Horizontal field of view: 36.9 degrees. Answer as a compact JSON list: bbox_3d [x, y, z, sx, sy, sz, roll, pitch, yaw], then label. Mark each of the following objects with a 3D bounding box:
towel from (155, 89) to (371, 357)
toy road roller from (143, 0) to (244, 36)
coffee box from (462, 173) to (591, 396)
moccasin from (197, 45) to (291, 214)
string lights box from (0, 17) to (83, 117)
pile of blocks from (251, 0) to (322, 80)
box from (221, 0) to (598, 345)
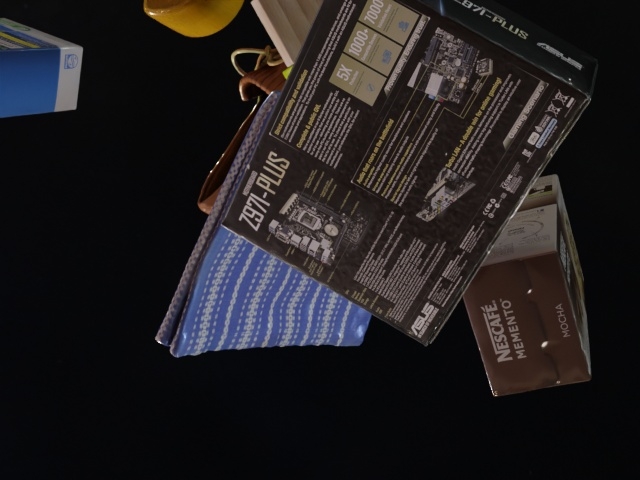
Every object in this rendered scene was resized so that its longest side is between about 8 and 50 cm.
[{"bbox_3d":[0.000,0.000,0.919,0.040,0.336,0.243,30,-79,27],"label":"towel"},{"bbox_3d":[-0.141,-0.437,1.443,0.329,0.202,0.240,4,-91,21],"label":"toy road roller"},{"bbox_3d":[0.260,0.046,1.206,0.119,0.168,0.297,-13,-164,18],"label":"coffee box"},{"bbox_3d":[-0.054,-0.195,1.305,0.380,0.147,0.139,-63,-153,-2],"label":"moccasin"},{"bbox_3d":[-0.387,-0.175,0.983,0.133,0.260,0.076,23,-68,26],"label":"string lights box"},{"bbox_3d":[0.062,-0.174,1.137,0.362,0.112,0.149,36,-106,-16],"label":"pile of blocks"},{"bbox_3d":[0.048,-0.055,0.555,0.147,0.180,0.077,30,-149,4],"label":"box"}]
